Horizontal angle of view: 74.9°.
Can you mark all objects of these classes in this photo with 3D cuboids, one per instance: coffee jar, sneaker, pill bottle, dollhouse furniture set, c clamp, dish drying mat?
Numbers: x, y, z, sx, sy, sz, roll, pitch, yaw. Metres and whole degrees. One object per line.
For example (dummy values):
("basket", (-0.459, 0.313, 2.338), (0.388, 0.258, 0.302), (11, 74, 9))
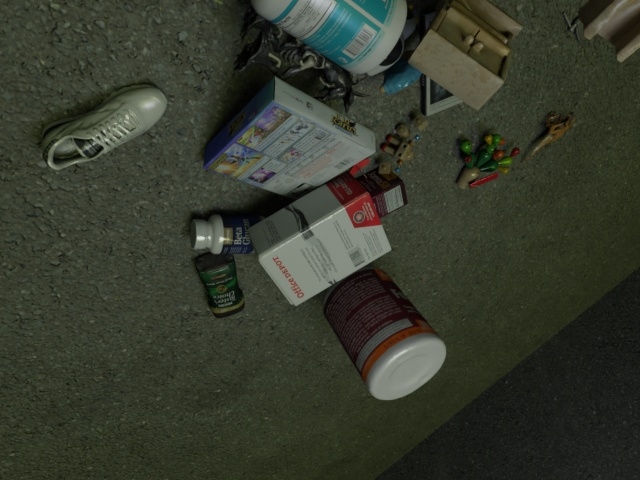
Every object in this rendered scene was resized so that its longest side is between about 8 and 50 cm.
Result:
("coffee jar", (-0.255, 0.118, 1.083), (0.096, 0.079, 0.184), (-18, 132, -15))
("sneaker", (-0.382, -0.199, 0.755), (0.235, 0.094, 0.090), (-31, 132, -6))
("pill bottle", (-0.005, -0.380, 0.638), (0.264, 0.146, 0.146), (18, 114, -34))
("dollhouse furniture set", (0.341, -0.448, 0.656), (0.362, 0.256, 0.394), (32, 143, -5))
("c clamp", (0.717, -0.599, 1.094), (0.161, 0.022, 0.137), (-44, 133, 9))
("dish drying mat", (0.477, -0.175, 1.221), (0.083, 0.008, 0.032), (-23, 158, 16))
("pill bottle", (-0.215, -0.014, 0.989), (0.170, 0.094, 0.094), (-1, 125, -29))
("pill bottle", (0.142, 0.213, 1.159), (0.224, 0.392, 0.223), (-16, 131, -18))

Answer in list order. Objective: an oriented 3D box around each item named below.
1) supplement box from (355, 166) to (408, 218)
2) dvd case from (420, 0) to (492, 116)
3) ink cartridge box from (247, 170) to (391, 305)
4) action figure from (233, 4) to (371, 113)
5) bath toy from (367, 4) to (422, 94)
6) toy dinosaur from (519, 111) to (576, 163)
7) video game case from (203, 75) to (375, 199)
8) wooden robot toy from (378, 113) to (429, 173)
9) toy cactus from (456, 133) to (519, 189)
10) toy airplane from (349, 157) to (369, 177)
("supplement box", (0.118, -0.107, 1.094), (0.188, 0.104, 0.080), (-28, 133, -7))
("dvd case", (0.320, -0.438, 0.997), (0.180, 0.029, 0.238), (-24, 133, -11))
("ink cartridge box", (0.000, 0.000, 0.968), (0.273, 0.114, 0.197), (-31, 132, -2))
("action figure", (-0.031, -0.327, 0.797), (0.276, 0.163, 0.141), (12, 163, -43))
("bath toy", (0.098, -0.451, 0.794), (0.129, 0.151, 0.348), (-16, 141, 36))
("toy dinosaur", (0.709, -0.323, 1.279), (0.212, 0.064, 0.112), (-37, 135, 2))
("video game case", (-0.069, -0.189, 0.859), (0.245, 0.061, 0.270), (15, 153, -37))
("wooden robot toy", (0.213, -0.239, 1.077), (0.173, 0.076, 0.079), (-59, 153, 13))
("toy cactus", (0.471, -0.222, 1.213), (0.219, 0.112, 0.180), (-3, 137, -39))
("toy airplane", (0.079, -0.210, 1.043), (0.151, 0.028, 0.151), (-15, 132, -17))
